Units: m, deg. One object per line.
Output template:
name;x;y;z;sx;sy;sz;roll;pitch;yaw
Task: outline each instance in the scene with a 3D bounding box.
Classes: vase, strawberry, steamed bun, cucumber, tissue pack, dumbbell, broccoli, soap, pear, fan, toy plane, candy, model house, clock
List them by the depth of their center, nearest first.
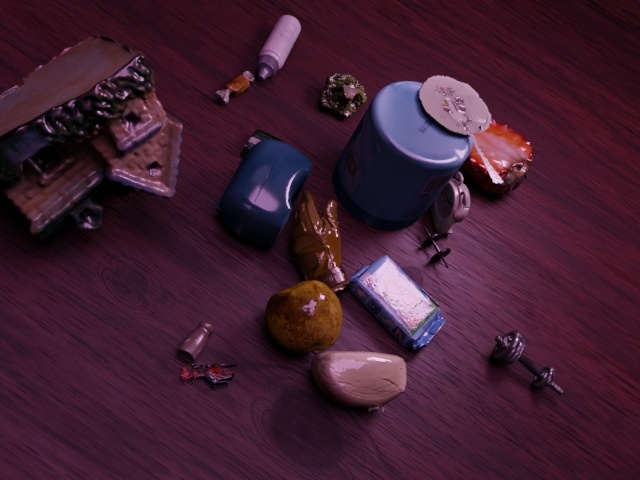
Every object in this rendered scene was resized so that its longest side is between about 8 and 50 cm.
model house;-0.567;-0.210;1.526;0.445;0.400;0.395;-41;43;-18
toy plane;-0.271;0.330;1.534;0.145;0.037;0.060;1;56;-21
vase;-0.311;0.252;1.557;0.053;0.053;0.101;32;50;0
steamed bun;0.097;0.359;1.586;0.238;0.170;0.153;5;78;-19
pear;-0.038;0.203;1.610;0.197;0.197;0.197;10;57;-15
tissue pack;-0.163;-0.145;1.765;0.206;0.198;0.288;26;57;-6
soap;0.219;0.175;1.790;0.293;0.077;0.156;45;55;9
fan;0.418;-0.326;1.791;0.232;0.012;0.415;-5;59;-23
dumbbell;0.609;0.363;1.815;0.254;0.110;0.110;39;54;-2
cucumber;-0.173;-0.294;1.939;0.115;0.062;0.117;26;56;-9
dumbbell;0.362;0.022;1.943;0.069;0.069;0.147;-16;67;-28
clock;0.417;-0.121;1.976;0.062;0.191;0.152;3;60;-18
candy;-0.277;-0.501;2.034;0.053;0.046;0.182;37;49;7
broccoli;0.082;-0.497;2.119;0.162;0.138;0.146;21;90;-19
strawberry;0.574;-0.304;2.188;0.265;0.149;0.336;-36;67;-27

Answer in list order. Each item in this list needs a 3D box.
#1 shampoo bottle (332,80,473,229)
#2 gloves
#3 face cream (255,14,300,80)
shampoo bottle;0.247;-0.256;1.901;0.331;0.343;0.331;10;58;-16
gloves;-0.013;0.004;1.764;0.141;0.154;0.331;-8;70;-27
face cream;-0.154;-0.655;2.146;0.092;0.092;0.311;24;54;-6
